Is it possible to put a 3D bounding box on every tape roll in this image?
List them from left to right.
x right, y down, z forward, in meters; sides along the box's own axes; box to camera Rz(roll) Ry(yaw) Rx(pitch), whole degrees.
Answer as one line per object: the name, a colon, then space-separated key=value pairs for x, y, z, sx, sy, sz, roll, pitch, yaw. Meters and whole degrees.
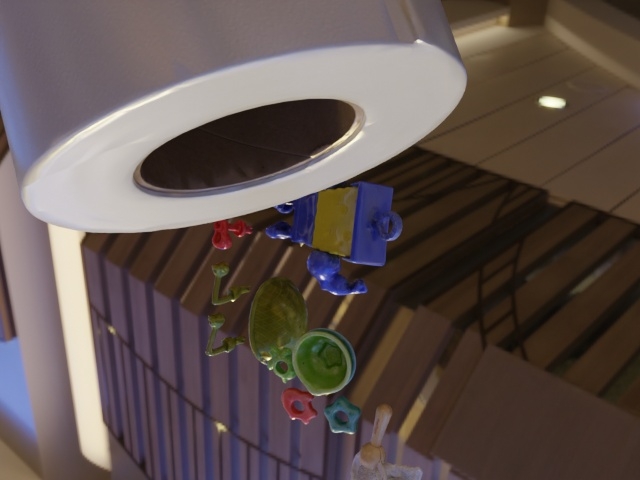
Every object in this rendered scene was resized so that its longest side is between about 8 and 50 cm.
tape roll: x=-0.060 y=-0.123 z=0.435 sx=0.246 sy=0.169 sz=0.246 roll=-17 pitch=169 yaw=-3

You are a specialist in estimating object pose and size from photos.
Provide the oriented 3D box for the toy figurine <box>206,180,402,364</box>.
toy figurine: x=0.000 y=0.000 z=1.016 sx=0.217 sy=0.362 sz=0.191 roll=5 pitch=176 yaw=36

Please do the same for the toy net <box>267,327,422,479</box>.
toy net: x=0.024 y=0.206 z=0.821 sx=0.122 sy=0.232 sz=0.045 roll=-27 pitch=179 yaw=26
